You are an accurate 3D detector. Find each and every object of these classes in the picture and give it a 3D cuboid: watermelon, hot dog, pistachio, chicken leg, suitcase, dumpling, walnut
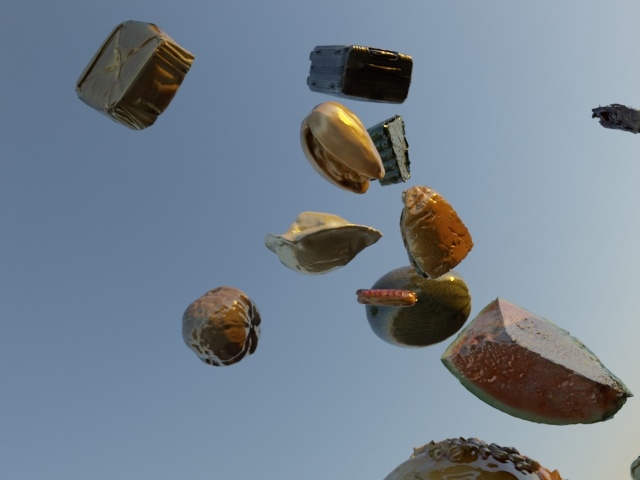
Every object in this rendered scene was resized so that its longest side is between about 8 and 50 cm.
[{"bbox_3d":[0.313,0.170,0.752,0.146,0.231,0.128,-39,-32,-48],"label":"watermelon"},{"bbox_3d":[0.148,0.128,1.172,0.062,0.144,0.038,0,-89,-66],"label":"hot dog"},{"bbox_3d":[0.047,-0.210,1.169,0.157,0.229,0.157,-39,-4,-3],"label":"pistachio"},{"bbox_3d":[0.277,-0.103,0.450,0.036,0.083,0.021,20,-81,-43],"label":"chicken leg"},{"bbox_3d":[0.093,-0.429,1.332,0.202,0.312,0.128,2,-73,-21],"label":"suitcase"},{"bbox_3d":[0.000,0.000,1.049,0.179,0.252,0.131,62,-152,-73],"label":"dumpling"},{"bbox_3d":[-0.308,0.267,1.594,0.248,0.248,0.248,-23,-53,-33],"label":"walnut"}]

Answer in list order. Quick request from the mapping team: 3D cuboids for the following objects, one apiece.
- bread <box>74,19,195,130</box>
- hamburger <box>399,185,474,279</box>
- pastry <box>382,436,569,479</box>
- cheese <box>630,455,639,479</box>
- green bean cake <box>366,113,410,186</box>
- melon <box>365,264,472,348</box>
[{"bbox_3d":[-0.382,-0.337,1.059,0.210,0.192,0.110,-59,-32,-5],"label":"bread"},{"bbox_3d":[0.264,-0.026,1.232,0.155,0.135,0.207,-39,-69,-47],"label":"hamburger"},{"bbox_3d":[0.282,0.449,0.750,0.245,0.409,0.409,-55,-41,-19],"label":"pastry"},{"bbox_3d":[0.819,0.541,1.158,0.227,0.064,0.137,18,-40,-9],"label":"cheese"},{"bbox_3d":[0.229,-0.290,1.683,0.193,0.107,0.208,-41,-69,-58],"label":"green bean cake"},{"bbox_3d":[0.278,0.185,1.458,0.237,0.302,0.237,35,-134,-48],"label":"melon"}]
